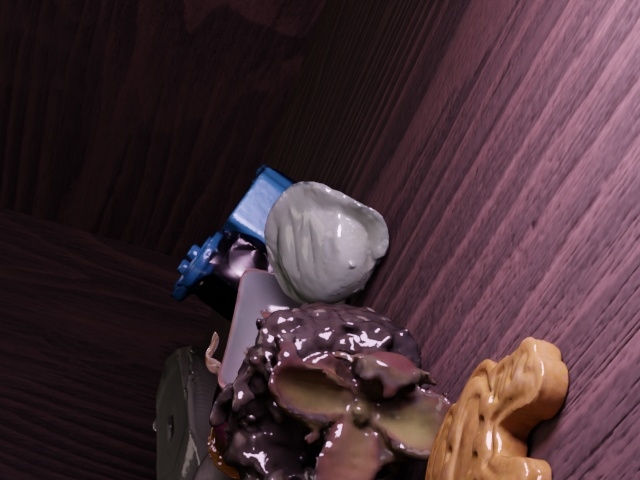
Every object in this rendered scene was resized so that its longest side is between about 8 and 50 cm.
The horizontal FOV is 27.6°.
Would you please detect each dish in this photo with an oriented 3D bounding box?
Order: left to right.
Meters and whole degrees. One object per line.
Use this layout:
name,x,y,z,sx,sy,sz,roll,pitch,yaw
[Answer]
dish,-0.046,0.142,1.746,0.077,0.151,0.212,87,-171,-47

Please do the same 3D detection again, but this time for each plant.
plant,0.007,0.151,1.185,0.234,0.204,0.178,-80,5,-79

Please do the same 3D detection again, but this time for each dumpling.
dumpling,0.012,0.003,1.655,0.219,0.108,0.152,-31,73,43

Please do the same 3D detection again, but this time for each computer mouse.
computer mouse,-0.228,0.383,2.536,0.228,0.146,0.429,-59,26,34

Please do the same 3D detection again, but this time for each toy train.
toy train,-0.111,0.024,2.186,0.265,0.188,0.300,-56,3,-16

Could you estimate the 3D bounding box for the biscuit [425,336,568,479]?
biscuit,0.118,0.153,0.950,0.236,0.040,0.144,133,158,-68

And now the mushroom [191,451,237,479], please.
mushroom,-0.139,0.349,2.097,0.109,0.097,0.351,-60,-4,-47

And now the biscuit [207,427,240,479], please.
biscuit,-0.095,0.237,1.950,0.029,0.118,0.247,139,148,-66

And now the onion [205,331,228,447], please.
onion,-0.088,0.217,1.845,0.177,0.154,0.177,-179,90,-73
